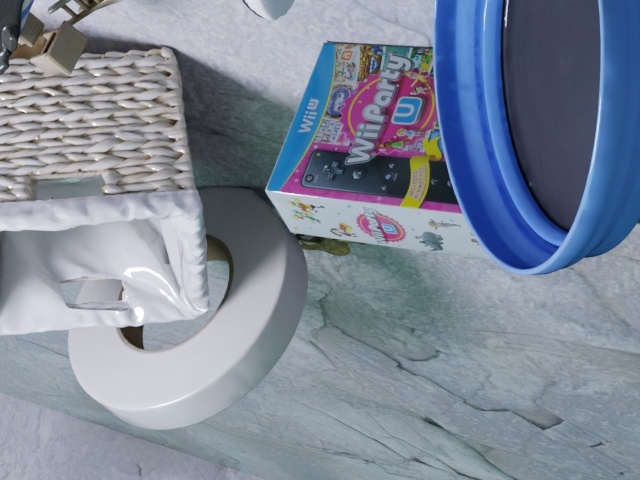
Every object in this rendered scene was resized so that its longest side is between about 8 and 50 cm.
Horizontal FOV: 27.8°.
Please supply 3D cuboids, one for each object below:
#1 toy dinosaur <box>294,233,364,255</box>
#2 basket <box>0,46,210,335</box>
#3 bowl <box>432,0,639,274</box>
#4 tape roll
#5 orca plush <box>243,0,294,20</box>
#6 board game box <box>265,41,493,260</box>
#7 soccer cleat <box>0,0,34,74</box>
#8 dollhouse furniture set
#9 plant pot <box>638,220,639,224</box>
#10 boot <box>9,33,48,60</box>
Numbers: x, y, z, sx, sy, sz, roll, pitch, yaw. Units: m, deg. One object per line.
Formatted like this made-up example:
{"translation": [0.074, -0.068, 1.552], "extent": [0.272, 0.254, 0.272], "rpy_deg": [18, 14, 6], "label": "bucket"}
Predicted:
{"translation": [0.000, 0.000, 1.981], "extent": [0.183, 0.053, 0.093], "rpy_deg": [-10, 142, 47], "label": "toy dinosaur"}
{"translation": [-0.326, -0.056, 1.749], "extent": [0.328, 0.266, 0.331], "rpy_deg": [-5, 151, -6], "label": "basket"}
{"translation": [0.200, -0.166, 1.170], "extent": [0.077, 0.391, 0.391], "rpy_deg": [-5, 158, -14], "label": "bowl"}
{"translation": [-0.200, 0.094, 1.929], "extent": [0.392, 0.392, 0.072], "rpy_deg": [1, 148, 35], "label": "tape roll"}
{"translation": [-0.078, -0.355, 1.299], "extent": [0.102, 0.151, 0.287], "rpy_deg": [44, 169, 29], "label": "orca plush"}
{"translation": [0.118, -0.107, 1.490], "extent": [0.303, 0.224, 0.097], "rpy_deg": [7, 152, 25], "label": "board game box"}
{"translation": [-0.337, -0.318, 1.376], "extent": [0.116, 0.143, 0.331], "rpy_deg": [5, 144, -40], "label": "soccer cleat"}
{"translation": [-0.321, -0.309, 1.491], "extent": [0.101, 0.161, 0.182], "rpy_deg": [-8, 143, 44], "label": "dollhouse furniture set"}
{"translation": [0.368, -0.129, 1.213], "extent": [0.293, 0.293, 0.235], "rpy_deg": [30, 166, -19], "label": "plant pot"}
{"translation": [-0.466, -0.186, 1.853], "extent": [0.270, 0.089, 0.236], "rpy_deg": [-4, 144, 17], "label": "boot"}
